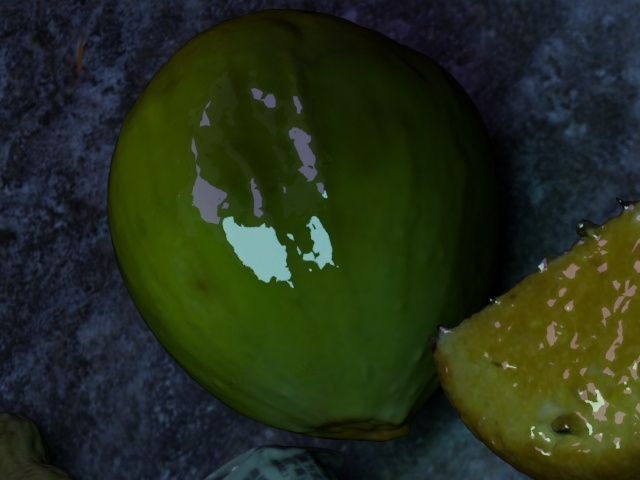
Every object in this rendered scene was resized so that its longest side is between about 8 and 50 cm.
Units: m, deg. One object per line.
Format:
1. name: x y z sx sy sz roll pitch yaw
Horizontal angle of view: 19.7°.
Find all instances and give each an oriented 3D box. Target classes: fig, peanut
1. fig: -0.011 -0.003 1.486 0.343 0.343 0.343 -18 60 35
2. peanut: -0.279 0.250 1.754 0.108 0.095 0.226 -38 45 3

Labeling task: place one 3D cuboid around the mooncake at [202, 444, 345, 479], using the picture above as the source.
1. mooncake: -0.045 0.303 1.492 0.250 0.136 0.254 -40 55 23

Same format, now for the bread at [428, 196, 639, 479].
1. bread: 0.250 0.088 1.287 0.340 0.194 0.179 -36 52 27
